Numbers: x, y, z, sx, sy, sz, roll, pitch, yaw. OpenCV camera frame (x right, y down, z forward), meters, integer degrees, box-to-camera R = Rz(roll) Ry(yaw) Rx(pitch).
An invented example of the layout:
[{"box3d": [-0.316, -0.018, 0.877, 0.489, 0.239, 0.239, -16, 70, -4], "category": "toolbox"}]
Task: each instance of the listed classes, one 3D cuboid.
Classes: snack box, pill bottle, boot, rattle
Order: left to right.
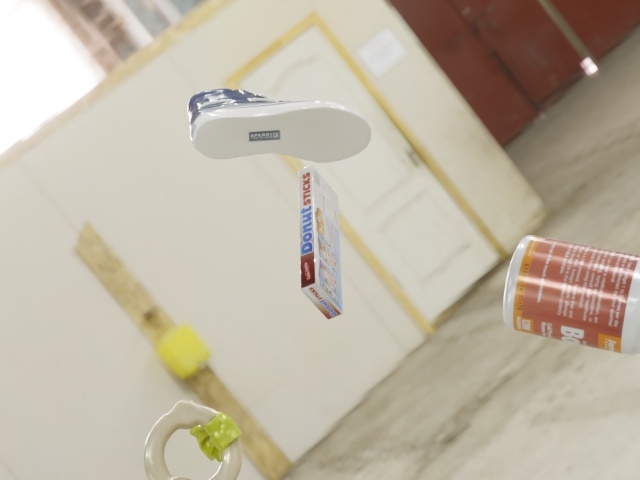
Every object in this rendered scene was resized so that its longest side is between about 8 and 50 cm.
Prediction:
[{"box3d": [-0.185, 0.310, 1.735, 0.143, 0.130, 0.199, -9, 59, 67], "category": "rattle"}, {"box3d": [-0.045, -0.130, 1.419, 0.086, 0.190, 0.069, -108, 23, -56], "category": "boot"}, {"box3d": [0.000, 0.000, 1.516, 0.022, 0.064, 0.178, -21, 46, 20], "category": "snack box"}, {"box3d": [0.338, 0.070, 1.617, 0.216, 0.121, 0.121, 11, 27, 20], "category": "pill bottle"}]
